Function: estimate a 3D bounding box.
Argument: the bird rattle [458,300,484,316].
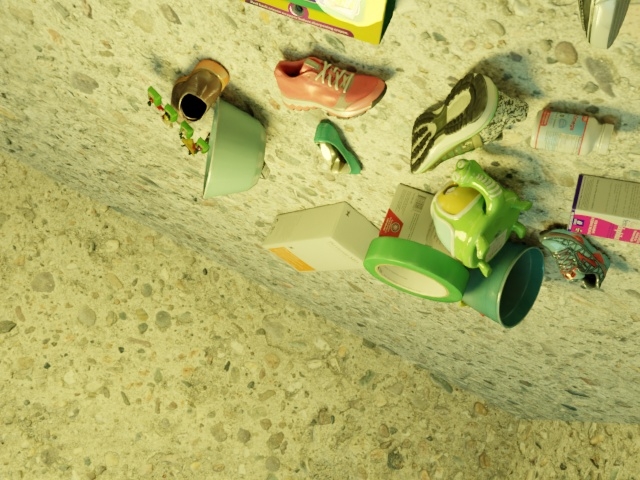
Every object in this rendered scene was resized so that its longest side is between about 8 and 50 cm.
[{"bbox_3d":[0.637,0.211,2.178,0.253,0.143,0.207,29,141,-21],"label":"bird rattle"}]

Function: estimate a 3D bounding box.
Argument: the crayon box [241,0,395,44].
[{"bbox_3d":[-0.022,-0.567,1.098,0.362,0.106,0.313,21,156,7],"label":"crayon box"}]

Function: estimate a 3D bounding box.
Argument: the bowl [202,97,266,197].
[{"bbox_3d":[-0.265,-0.275,1.807,0.163,0.312,0.311,9,161,-14],"label":"bowl"}]

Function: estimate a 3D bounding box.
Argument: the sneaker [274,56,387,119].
[{"bbox_3d":[0.011,-0.391,1.448,0.313,0.116,0.136,10,153,30],"label":"sneaker"}]

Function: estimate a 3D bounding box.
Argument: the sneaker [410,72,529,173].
[{"bbox_3d":[0.351,-0.251,1.418,0.181,0.158,0.410,11,166,-15],"label":"sneaker"}]

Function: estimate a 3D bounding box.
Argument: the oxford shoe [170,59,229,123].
[{"bbox_3d":[-0.403,-0.420,1.767,0.130,0.133,0.363,31,157,-19],"label":"oxford shoe"}]

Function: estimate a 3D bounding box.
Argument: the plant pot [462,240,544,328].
[{"bbox_3d":[0.543,0.112,1.885,0.255,0.272,0.272,23,163,42],"label":"plant pot"}]

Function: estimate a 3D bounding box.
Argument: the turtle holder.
[{"bbox_3d":[0.417,-0.066,1.604,0.227,0.243,0.320,40,-170,31],"label":"turtle holder"}]

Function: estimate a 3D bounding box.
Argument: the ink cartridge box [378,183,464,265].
[{"bbox_3d":[0.338,-0.032,1.819,0.272,0.197,0.114,20,160,11],"label":"ink cartridge box"}]

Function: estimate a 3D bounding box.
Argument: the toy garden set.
[{"bbox_3d":[-0.457,-0.355,1.815,0.244,0.049,0.204,46,170,-12],"label":"toy garden set"}]

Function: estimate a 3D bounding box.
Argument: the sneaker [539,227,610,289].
[{"bbox_3d":[0.750,0.058,1.707,0.261,0.125,0.104,30,157,-14],"label":"sneaker"}]

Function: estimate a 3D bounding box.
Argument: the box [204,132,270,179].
[{"bbox_3d":[-0.293,-0.297,2.057,0.184,0.045,0.191,16,157,25],"label":"box"}]

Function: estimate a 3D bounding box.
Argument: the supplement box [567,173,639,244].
[{"bbox_3d":[0.744,-0.074,1.438,0.219,0.114,0.111,12,154,23],"label":"supplement box"}]

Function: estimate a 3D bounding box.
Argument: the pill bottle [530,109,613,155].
[{"bbox_3d":[0.558,-0.237,1.287,0.160,0.087,0.087,14,156,22],"label":"pill bottle"}]

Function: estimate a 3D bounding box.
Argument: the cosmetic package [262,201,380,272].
[{"bbox_3d":[0.000,0.000,2.279,0.230,0.162,0.453,37,154,-29],"label":"cosmetic package"}]

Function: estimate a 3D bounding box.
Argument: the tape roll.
[{"bbox_3d":[0.292,0.093,1.780,0.321,0.077,0.321,21,163,6],"label":"tape roll"}]

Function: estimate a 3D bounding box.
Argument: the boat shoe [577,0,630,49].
[{"bbox_3d":[0.428,-0.461,0.907,0.119,0.121,0.335,18,148,34],"label":"boat shoe"}]

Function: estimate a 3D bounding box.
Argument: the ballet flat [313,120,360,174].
[{"bbox_3d":[0.045,-0.254,1.760,0.083,0.087,0.247,7,153,34],"label":"ballet flat"}]
